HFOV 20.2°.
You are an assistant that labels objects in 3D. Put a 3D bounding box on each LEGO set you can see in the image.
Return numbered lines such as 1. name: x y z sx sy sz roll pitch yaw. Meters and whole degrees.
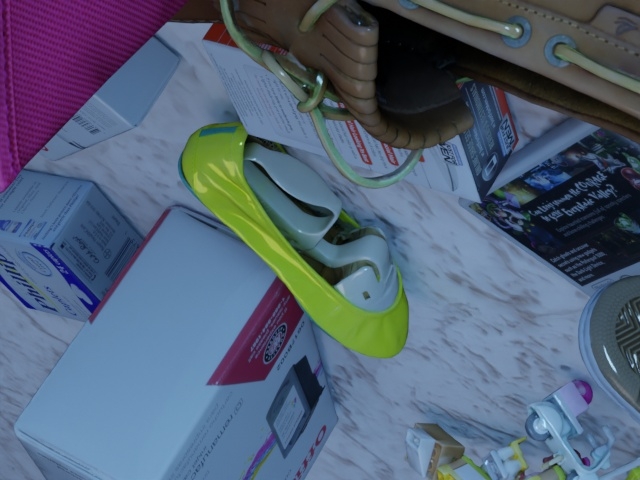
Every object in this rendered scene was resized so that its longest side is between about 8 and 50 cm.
1. LEGO set: 0.173 0.181 1.405 0.132 0.107 0.287 67 160 3

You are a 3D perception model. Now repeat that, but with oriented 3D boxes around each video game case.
1. video game case: 0.190 -0.004 1.052 0.173 0.022 0.190 34 158 -9

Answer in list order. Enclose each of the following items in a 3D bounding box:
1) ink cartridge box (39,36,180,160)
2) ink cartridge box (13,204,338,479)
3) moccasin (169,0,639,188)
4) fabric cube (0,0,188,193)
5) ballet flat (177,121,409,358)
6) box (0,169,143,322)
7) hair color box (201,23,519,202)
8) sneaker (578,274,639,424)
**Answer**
1. ink cartridge box: -0.180 -0.118 1.218 0.109 0.063 0.150 39 157 -20
2. ink cartridge box: -0.104 0.149 1.471 0.131 0.226 0.306 23 158 21
3. moccasin: 0.043 -0.101 0.853 0.380 0.147 0.139 14 174 30
4. fabric cube: -0.114 -0.220 0.473 0.254 0.258 0.259 26 138 16
5. ballet flat: 0.000 0.000 1.238 0.077 0.077 0.231 -22 123 43
6. box: -0.221 0.007 1.519 0.137 0.072 0.126 11 150 41
7. hair color box: 0.024 -0.087 1.045 0.167 0.053 0.093 19 154 29
8. sneaker: 0.238 0.108 1.081 0.282 0.099 0.153 25 162 -22
